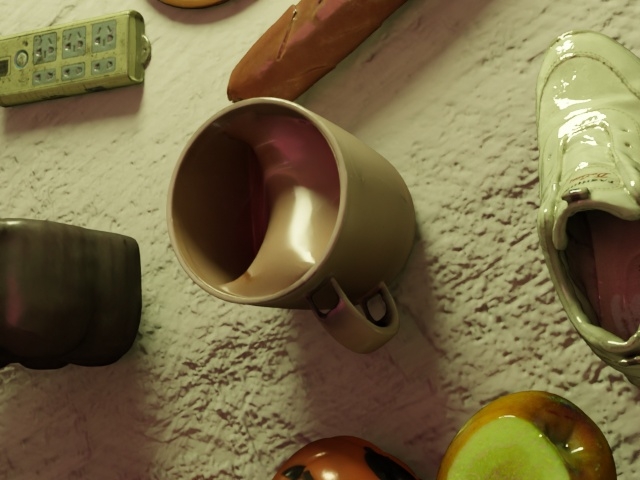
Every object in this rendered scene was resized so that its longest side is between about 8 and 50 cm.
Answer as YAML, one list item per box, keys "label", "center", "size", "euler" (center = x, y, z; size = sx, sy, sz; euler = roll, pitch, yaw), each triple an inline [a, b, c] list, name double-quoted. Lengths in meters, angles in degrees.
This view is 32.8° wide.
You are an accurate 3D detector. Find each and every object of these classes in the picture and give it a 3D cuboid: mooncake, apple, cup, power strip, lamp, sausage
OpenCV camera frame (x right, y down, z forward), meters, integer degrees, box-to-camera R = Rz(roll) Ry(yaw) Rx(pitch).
- label: "mooncake"
  center: [-0.346, 0.062, 1.182]
  size: [0.306, 0.306, 0.154]
  euler: [-8, 80, 27]
- label: "apple"
  center: [0.179, 0.212, 0.955]
  size: [0.146, 0.163, 0.147]
  euler: [45, 116, 20]
- label: "cup"
  center: [0.000, 0.000, 1.060]
  size: [0.191, 0.200, 0.253]
  euler: [-41, 66, 17]
- label: "power strip"
  center: [-0.330, -0.223, 1.360]
  size: [0.268, 0.034, 0.092]
  euler: [-5, 81, 27]
- label: "lamp"
  center: [0.028, 0.281, 1.017]
  size: [0.188, 0.188, 0.164]
  euler: [37, 101, 27]
- label: "sausage"
  center: [0.062, -0.282, 1.137]
  size: [0.433, 0.088, 0.088]
  euler: [-43, 66, 17]

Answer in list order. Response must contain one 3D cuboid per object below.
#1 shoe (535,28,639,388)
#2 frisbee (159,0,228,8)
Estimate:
- label: "shoe"
  center: [0.250, -0.038, 0.928]
  size: [0.132, 0.210, 0.342]
  euler: [-18, 74, 25]
- label: "frisbee"
  center: [-0.132, -0.394, 1.288]
  size: [0.251, 0.021, 0.250]
  euler: [-4, 80, 27]
